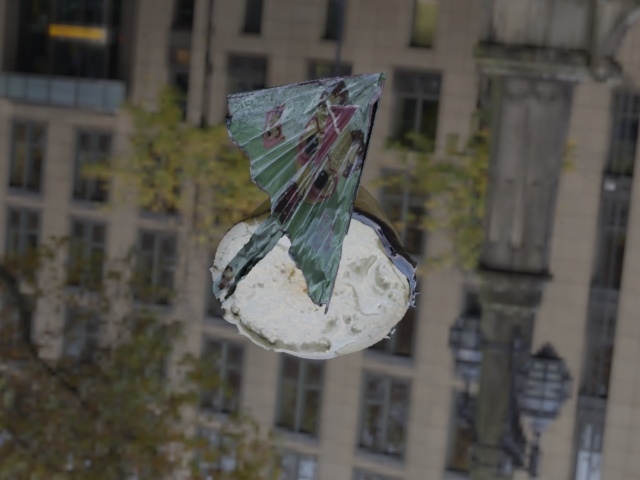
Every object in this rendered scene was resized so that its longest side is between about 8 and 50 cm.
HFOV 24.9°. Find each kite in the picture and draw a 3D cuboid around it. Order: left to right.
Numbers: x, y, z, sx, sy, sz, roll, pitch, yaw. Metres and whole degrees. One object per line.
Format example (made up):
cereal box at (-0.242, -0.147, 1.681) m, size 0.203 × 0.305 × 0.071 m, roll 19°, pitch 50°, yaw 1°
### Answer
kite at (-0.016, -0.053, 1.275) m, size 0.013 × 0.267 × 0.323 m, roll 23°, pitch 157°, yaw 30°

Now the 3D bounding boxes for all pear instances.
pear at (-0.002, 0.001, 1.770) m, size 0.267 × 0.267 × 0.178 m, roll 5°, pitch -135°, yaw 3°
